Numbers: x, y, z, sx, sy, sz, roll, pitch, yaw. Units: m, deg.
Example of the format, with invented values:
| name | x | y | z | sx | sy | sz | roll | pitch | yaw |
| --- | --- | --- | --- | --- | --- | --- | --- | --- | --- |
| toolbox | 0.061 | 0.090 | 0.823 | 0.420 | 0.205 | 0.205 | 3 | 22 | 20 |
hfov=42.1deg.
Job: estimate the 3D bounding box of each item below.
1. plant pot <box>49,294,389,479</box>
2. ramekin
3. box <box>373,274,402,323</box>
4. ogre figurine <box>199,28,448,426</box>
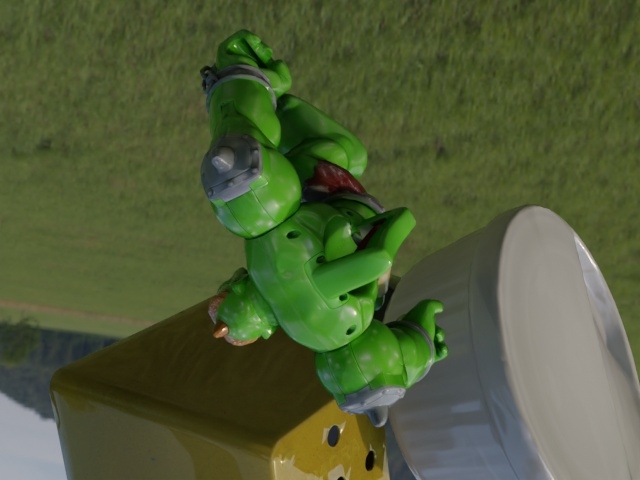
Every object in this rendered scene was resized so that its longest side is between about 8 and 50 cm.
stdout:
| name | x | y | z | sx | sy | sz | roll | pitch | yaw |
| --- | --- | --- | --- | --- | --- | --- | --- | --- | --- |
| plant pot | -0.060 | 0.181 | 0.679 | 0.187 | 0.212 | 0.212 | 6 | -161 | 35 |
| ramekin | 0.161 | 0.115 | 0.696 | 0.127 | 0.273 | 0.273 | -21 | 157 | 35 |
| box | 0.111 | 0.111 | 0.898 | 0.158 | 0.093 | 0.156 | 33 | -170 | 34 |
| ogre figurine | 0.000 | 0.000 | 0.392 | 0.097 | 0.197 | 0.118 | -7 | -160 | 14 |
